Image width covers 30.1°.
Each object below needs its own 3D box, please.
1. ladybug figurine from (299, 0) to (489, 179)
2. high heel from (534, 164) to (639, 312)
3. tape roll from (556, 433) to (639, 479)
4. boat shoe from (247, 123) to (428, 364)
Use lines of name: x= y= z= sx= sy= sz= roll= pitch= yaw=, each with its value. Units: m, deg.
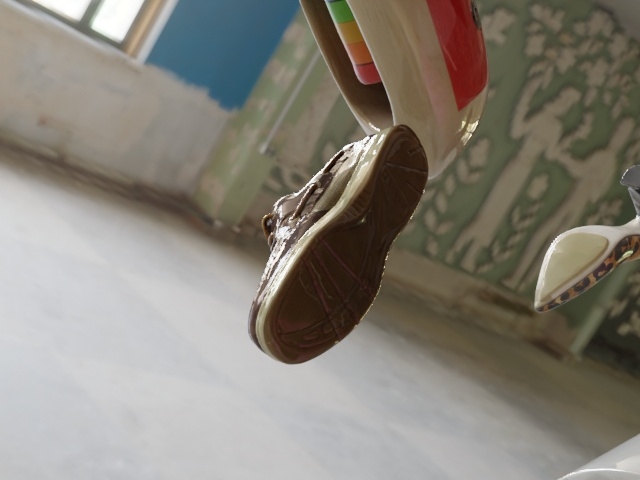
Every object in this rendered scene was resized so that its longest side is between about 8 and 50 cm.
ladybug figurine: x=0.087 y=-0.294 z=1.493 sx=0.449 sy=0.162 sz=0.305 roll=65 pitch=-11 yaw=-25
high heel: x=0.416 y=0.041 z=1.704 sx=0.093 sy=0.261 sz=0.186 roll=32 pitch=-15 yaw=46
tape roll: x=0.286 y=0.254 z=0.868 sx=0.169 sy=0.246 sz=0.246 roll=-17 pitch=41 yaw=-39
boat shoe: x=0.000 y=0.000 z=1.324 sx=0.123 sy=0.342 sz=0.123 roll=-2 pitch=-46 yaw=38
